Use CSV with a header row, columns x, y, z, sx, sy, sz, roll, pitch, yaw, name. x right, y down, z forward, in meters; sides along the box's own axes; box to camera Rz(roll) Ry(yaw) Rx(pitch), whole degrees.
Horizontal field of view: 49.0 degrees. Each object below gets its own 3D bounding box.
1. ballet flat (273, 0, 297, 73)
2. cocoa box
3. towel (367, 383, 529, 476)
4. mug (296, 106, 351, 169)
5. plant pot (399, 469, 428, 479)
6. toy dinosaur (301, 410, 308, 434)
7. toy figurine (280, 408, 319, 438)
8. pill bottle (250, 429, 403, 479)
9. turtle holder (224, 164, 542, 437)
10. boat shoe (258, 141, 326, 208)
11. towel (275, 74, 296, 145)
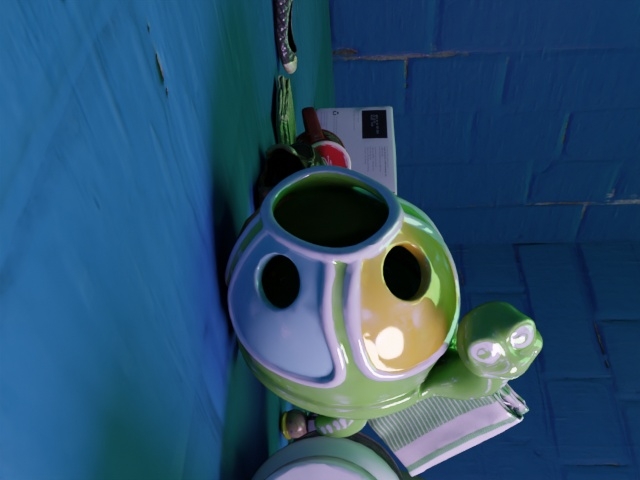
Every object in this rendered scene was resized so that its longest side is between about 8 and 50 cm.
x,y,z,sx,sy,sz,roll,pitch,yaw,name
-0.054,-0.377,1.224,0.057,0.049,0.173,-82,170,-61,ballet flat
0.098,-0.184,2.000,0.227,0.232,0.346,84,6,-52,cocoa box
0.089,0.163,0.965,0.038,0.325,0.248,-39,174,-47,towel
-0.011,-0.160,1.306,0.150,0.113,0.169,48,5,-13,mug
0.078,0.518,1.305,0.274,0.257,0.256,16,-67,52,plant pot
-0.022,0.395,1.429,0.183,0.053,0.092,74,17,-75,toy dinosaur
0.005,0.306,1.283,0.209,0.148,0.212,75,16,-49,toy figurine
0.011,0.342,0.867,0.361,0.204,0.204,72,17,-77,pill bottle
0.036,0.066,0.728,0.227,0.244,0.320,83,-20,-45,turtle holder
-0.042,-0.103,1.046,0.257,0.095,0.095,-86,165,-60,boat shoe
-0.062,-0.205,1.233,0.148,0.027,0.110,82,7,-54,towel
